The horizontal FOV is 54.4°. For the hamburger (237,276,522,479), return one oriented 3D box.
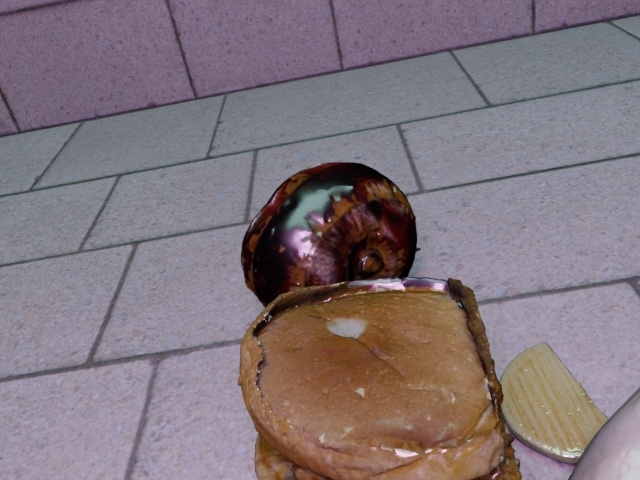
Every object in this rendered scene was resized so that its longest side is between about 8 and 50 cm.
[{"bbox_3d":[0.057,0.167,0.641,0.277,0.195,0.318,-5,27,11],"label":"hamburger"}]

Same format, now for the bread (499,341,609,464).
[{"bbox_3d":[0.293,0.222,0.807,0.112,0.036,0.193,-21,35,-3],"label":"bread"}]

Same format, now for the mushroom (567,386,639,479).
[{"bbox_3d":[0.260,0.295,0.579,0.126,0.177,0.397,19,48,43],"label":"mushroom"}]

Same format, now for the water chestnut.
[{"bbox_3d":[0.000,0.000,1.021,0.300,0.300,0.300,-9,32,6],"label":"water chestnut"}]
